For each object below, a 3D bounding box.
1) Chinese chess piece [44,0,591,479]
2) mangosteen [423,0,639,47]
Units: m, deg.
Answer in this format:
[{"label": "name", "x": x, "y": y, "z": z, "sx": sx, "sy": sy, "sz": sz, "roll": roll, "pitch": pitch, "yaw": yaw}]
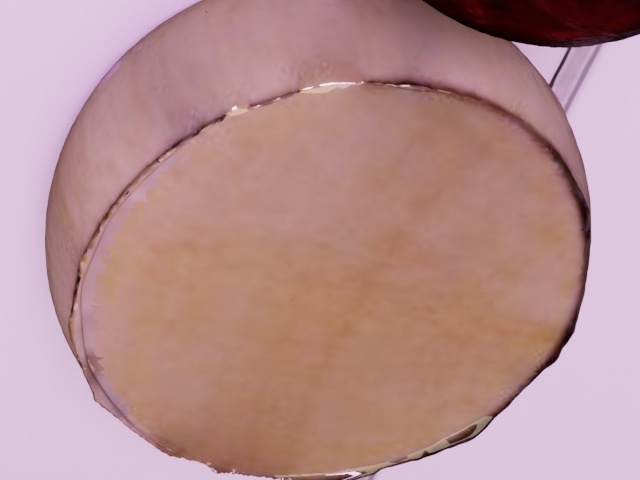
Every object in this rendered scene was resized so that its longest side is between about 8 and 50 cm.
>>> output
[{"label": "Chinese chess piece", "x": 0.000, "y": 0.000, "z": 0.664, "sx": 0.257, "sy": 0.104, "sz": 0.257, "roll": -7, "pitch": 130, "yaw": -8}, {"label": "mangosteen", "x": 0.082, "y": -0.169, "z": 0.493, "sx": 0.209, "sy": 0.210, "sz": 0.210, "roll": -7, "pitch": 130, "yaw": -8}]
